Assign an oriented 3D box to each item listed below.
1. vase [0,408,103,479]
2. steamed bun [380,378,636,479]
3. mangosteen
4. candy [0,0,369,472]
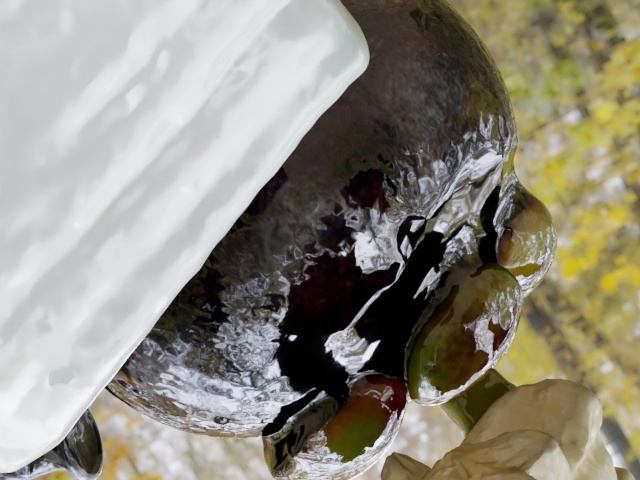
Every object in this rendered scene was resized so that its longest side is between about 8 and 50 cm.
[{"bbox_3d":[-0.217,0.144,1.101,0.167,0.059,0.059,-19,-164,18],"label":"vase"},{"bbox_3d":[0.081,0.227,0.832,0.137,0.295,0.292,-7,-134,22],"label":"steamed bun"},{"bbox_3d":[0.000,0.000,0.957,0.275,0.302,0.275,-43,-178,2],"label":"mangosteen"},{"bbox_3d":[-0.159,-0.101,0.483,0.208,0.358,0.145,-48,-135,-6],"label":"candy"}]
